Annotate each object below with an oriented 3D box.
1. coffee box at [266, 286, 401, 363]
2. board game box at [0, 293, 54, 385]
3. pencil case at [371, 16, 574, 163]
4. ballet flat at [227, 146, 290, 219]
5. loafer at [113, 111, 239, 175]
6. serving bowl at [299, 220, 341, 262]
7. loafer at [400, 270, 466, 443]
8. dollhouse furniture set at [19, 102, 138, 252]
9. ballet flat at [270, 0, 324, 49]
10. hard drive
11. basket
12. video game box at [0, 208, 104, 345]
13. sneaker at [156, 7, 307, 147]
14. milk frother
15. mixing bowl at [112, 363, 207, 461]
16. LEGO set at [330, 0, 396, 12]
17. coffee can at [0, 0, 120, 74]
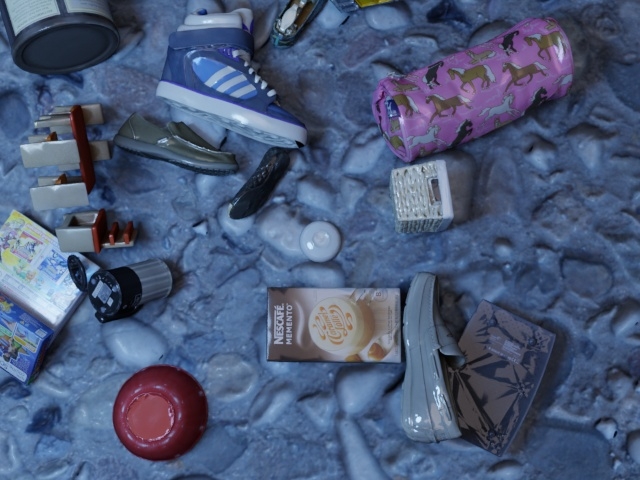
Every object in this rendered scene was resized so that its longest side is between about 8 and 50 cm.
[{"bbox_3d":[0.023,0.160,1.407,0.246,0.098,0.141,0,82,-1],"label":"coffee box"},{"bbox_3d":[-0.598,0.163,1.385,0.201,0.035,0.136,34,123,3],"label":"board game box"},{"bbox_3d":[0.296,-0.294,1.456,0.386,0.167,0.160,-23,50,-5],"label":"pencil case"},{"bbox_3d":[-0.124,-0.110,1.478,0.173,0.057,0.049,-51,46,-9],"label":"ballet flat"},{"bbox_3d":[-0.274,-0.190,1.455,0.251,0.094,0.088,16,86,1],"label":"loafer"},{"bbox_3d":[0.000,0.000,1.467,0.083,0.027,0.083,0,81,-1],"label":"serving bowl"},{"bbox_3d":[0.211,0.208,1.371,0.111,0.112,0.320,-6,66,20],"label":"loafer"},{"bbox_3d":[-0.426,-0.114,1.376,0.135,0.262,0.259,-6,114,-4],"label":"dollhouse furniture set"},{"bbox_3d":[-0.039,-0.473,1.519,0.070,0.070,0.188,27,82,3],"label":"ballet flat"},{"bbox_3d":[0.320,0.258,1.421,0.172,0.054,0.255,26,82,3],"label":"hard drive"},{"bbox_3d":[0.187,-0.076,1.416,0.103,0.167,0.113,-8,81,4],"label":"basket"},{"bbox_3d":[-0.553,0.073,1.434,0.205,0.048,0.187,34,84,3],"label":"video game box"},{"bbox_3d":[-0.144,-0.336,1.461,0.322,0.130,0.236,20,85,8],"label":"sneaker"},{"bbox_3d":[-0.378,0.068,1.394,0.129,0.134,0.143,-35,80,31],"label":"milk frother"},{"bbox_3d":[-0.302,0.320,1.377,0.181,0.098,0.182,0,82,-2],"label":"mixing bowl"},{"bbox_3d":[0.090,-0.609,1.445,0.192,0.255,0.332,-4,68,25],"label":"LEGO set"},{"bbox_3d":[-0.522,-0.488,1.441,0.201,0.201,0.276,-18,82,-4],"label":"coffee can"}]
